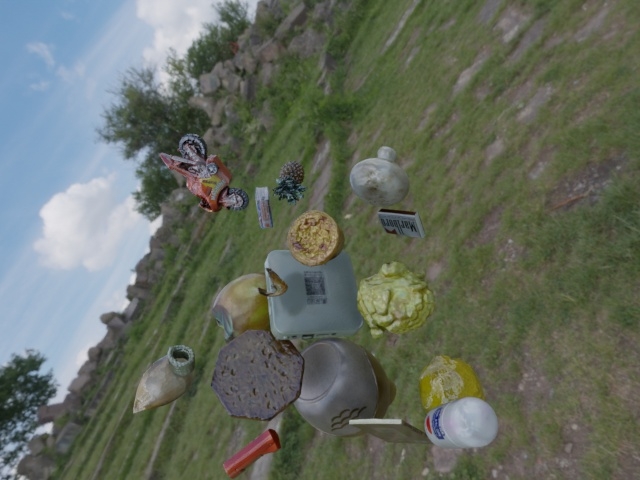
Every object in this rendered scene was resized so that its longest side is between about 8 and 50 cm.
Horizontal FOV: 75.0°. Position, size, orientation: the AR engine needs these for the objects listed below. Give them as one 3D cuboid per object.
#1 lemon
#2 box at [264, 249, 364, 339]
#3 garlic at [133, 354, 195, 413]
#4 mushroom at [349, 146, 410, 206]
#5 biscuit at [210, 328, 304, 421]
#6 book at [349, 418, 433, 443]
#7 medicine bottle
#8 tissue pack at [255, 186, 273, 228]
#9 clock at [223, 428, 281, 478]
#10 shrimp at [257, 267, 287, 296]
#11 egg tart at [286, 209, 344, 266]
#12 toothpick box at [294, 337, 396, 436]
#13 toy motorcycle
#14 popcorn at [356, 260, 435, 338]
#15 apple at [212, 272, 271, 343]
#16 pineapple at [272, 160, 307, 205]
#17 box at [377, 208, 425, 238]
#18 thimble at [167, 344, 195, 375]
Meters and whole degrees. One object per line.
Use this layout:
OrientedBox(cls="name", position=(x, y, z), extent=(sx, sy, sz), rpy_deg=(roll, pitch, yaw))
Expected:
OrientedBox(cls="lemon", position=(0.550, 0.654, 1.757), extent=(0.285, 0.286, 0.315), rpy_deg=(144, 142, -65))
OrientedBox(cls="box", position=(-0.030, 0.213, 1.689), extent=(0.090, 0.368, 0.372), rpy_deg=(116, 150, -55))
OrientedBox(cls="garlic", position=(-0.574, 0.506, 1.567), extent=(0.196, 0.151, 0.338), rpy_deg=(-34, 5, 1))
OrientedBox(cls="mushroom", position=(0.248, -0.261, 1.672), extent=(0.243, 0.244, 0.243), rpy_deg=(-59, 14, 24))
OrientedBox(cls="biscuit", position=(-0.234, 0.505, 1.583), extent=(0.046, 0.360, 0.358), rpy_deg=(96, -172, -55))
OrientedBox(cls="book", position=(0.280, 0.729, 1.588), extent=(0.217, 0.310, 0.021), rpy_deg=(-16, 48, 32))
OrientedBox(cls="medicine bottle", position=(0.405, 0.534, 1.211), extent=(0.340, 0.131, 0.130), rpy_deg=(93, -165, -64))
OrientedBox(cls="tissue pack", position=(-0.251, -0.146, 1.860), extent=(0.115, 0.065, 0.155), rpy_deg=(-101, 6, -52))
OrientedBox(cls="clock", position=(-0.190, 0.605, 1.179), extent=(0.155, 0.061, 0.113), rpy_deg=(-33, -23, -9))
OrientedBox(cls="shrimp", position=(-0.151, 0.126, 1.240), extent=(0.025, 0.091, 0.127), rpy_deg=(-96, -11, -49))
OrientedBox(cls="egg tart", position=(0.000, 0.000, 1.503), extent=(0.202, 0.203, 0.147), rpy_deg=(-64, -25, 4))
OrientedBox(cls="toothpick box", position=(0.102, 0.663, 1.880), extent=(0.409, 0.425, 0.408), rpy_deg=(-29, 37, 25))
OrientedBox(cls="toy motorcycle", position=(-0.370, -0.197, 1.355), extent=(0.171, 0.298, 0.089), rpy_deg=(-27, 24, 24))
OrientedBox(cls="popcorn", position=(0.231, 0.192, 1.316), extent=(0.256, 0.195, 0.254), rpy_deg=(3, 56, 40))
OrientedBox(cls="apple", position=(-0.316, 0.338, 1.924), extent=(0.374, 0.375, 0.383), rpy_deg=(-79, 12, -48))
OrientedBox(cls="pineapple", position=(-0.091, -0.194, 1.344), extent=(0.221, 0.103, 0.083), rpy_deg=(-83, 10, -57))
OrientedBox(cls="box", position=(0.319, -0.068, 1.650), extent=(0.178, 0.115, 0.036), rpy_deg=(10, 48, 46))
OrientedBox(cls="thimble", position=(-0.486, 0.414, 1.451), extent=(0.084, 0.110, 0.062), rpy_deg=(-35, -40, -48))
